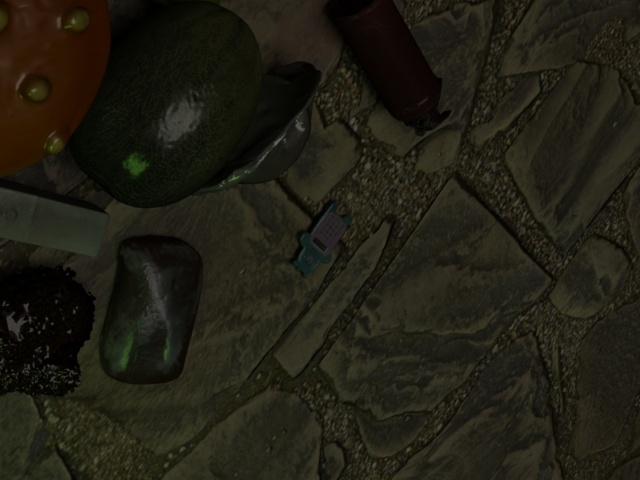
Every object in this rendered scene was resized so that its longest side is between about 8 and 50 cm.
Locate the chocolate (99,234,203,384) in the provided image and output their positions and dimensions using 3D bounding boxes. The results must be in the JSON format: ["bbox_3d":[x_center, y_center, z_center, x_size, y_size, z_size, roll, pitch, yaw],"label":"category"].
[{"bbox_3d":[-0.263,0.123,1.924,0.157,0.080,0.254,3,105,-37],"label":"chocolate"}]

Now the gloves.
[{"bbox_3d":[-0.465,0.153,1.752,0.312,0.135,0.210,-31,119,-26],"label":"gloves"}]

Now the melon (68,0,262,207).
[{"bbox_3d":[-0.223,-0.200,1.720,0.248,0.248,0.329,40,83,-39],"label":"melon"}]

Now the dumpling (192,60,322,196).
[{"bbox_3d":[-0.088,-0.163,1.867,0.293,0.204,0.163,-52,141,-20],"label":"dumpling"}]

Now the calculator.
[{"bbox_3d":[0.000,0.000,2.113,0.141,0.019,0.094,-54,132,-8],"label":"calculator"}]

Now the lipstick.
[{"bbox_3d":[-0.485,-0.053,1.692,0.371,0.080,0.076,14,98,-39],"label":"lipstick"}]

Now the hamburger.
[{"bbox_3d":[-0.475,-0.268,1.489,0.396,0.277,0.396,-14,115,-33],"label":"hamburger"}]

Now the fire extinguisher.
[{"bbox_3d":[0.141,-0.311,2.053,0.337,0.106,0.147,54,48,-38],"label":"fire extinguisher"}]

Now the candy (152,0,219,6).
[{"bbox_3d":[-0.227,-0.388,1.749,0.209,0.097,0.097,21,94,-48],"label":"candy"}]
